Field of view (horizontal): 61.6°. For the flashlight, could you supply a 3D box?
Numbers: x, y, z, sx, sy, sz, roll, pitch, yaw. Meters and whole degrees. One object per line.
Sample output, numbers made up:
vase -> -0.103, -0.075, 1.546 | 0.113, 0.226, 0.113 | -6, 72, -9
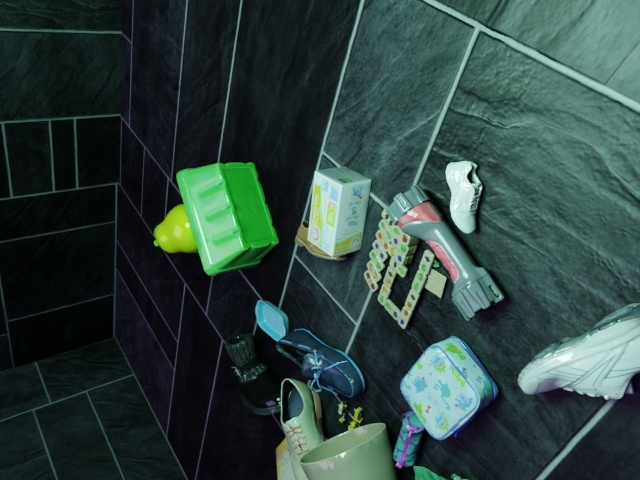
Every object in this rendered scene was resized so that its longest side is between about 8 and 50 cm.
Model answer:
flashlight -> 0.259, 0.027, 1.157 | 0.304, 0.103, 0.103 | 60, 168, 19

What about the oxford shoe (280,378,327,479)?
oxford shoe -> -0.060, 0.607, 1.621 | 0.140, 0.146, 0.397 | -31, 46, 13

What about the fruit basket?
fruit basket -> -0.367, -0.061, 1.808 | 0.392, 0.283, 0.392 | 7, 102, 38

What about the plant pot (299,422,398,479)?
plant pot -> 0.112, 0.675, 1.445 | 0.256, 0.256, 0.274 | -36, 74, 52

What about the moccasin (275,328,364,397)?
moccasin -> -0.011, 0.386, 1.626 | 0.342, 0.116, 0.138 | 20, 117, 49

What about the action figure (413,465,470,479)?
action figure -> 0.324, 0.615, 1.300 | 0.232, 0.063, 0.137 | -35, 71, 56

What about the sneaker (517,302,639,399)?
sneaker -> 0.469, 0.225, 0.938 | 0.129, 0.111, 0.297 | 57, 142, 14

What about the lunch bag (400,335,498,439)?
lunch bag -> 0.290, 0.342, 1.229 | 0.176, 0.090, 0.219 | 54, 139, 29

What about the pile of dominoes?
pile of dominoes -> 0.174, 0.069, 1.323 | 0.196, 0.040, 0.251 | 47, 135, 40

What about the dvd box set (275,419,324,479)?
dvd box set -> -0.054, 0.821, 1.724 | 0.420, 0.062, 0.308 | -100, 31, -42

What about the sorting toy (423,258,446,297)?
sorting toy -> 0.267, 0.084, 1.237 | 0.062, 0.012, 0.083 | 39, 132, 42

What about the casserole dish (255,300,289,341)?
casserole dish -> -0.163, 0.276, 1.864 | 0.188, 0.037, 0.114 | 27, 123, 47

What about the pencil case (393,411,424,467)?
pencil case -> 0.229, 0.513, 1.386 | 0.064, 0.070, 0.152 | 20, 122, 22

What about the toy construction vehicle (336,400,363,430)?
toy construction vehicle -> 0.092, 0.526, 1.614 | 0.086, 0.035, 0.098 | 24, 123, 35

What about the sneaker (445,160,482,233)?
sneaker -> 0.300, -0.089, 1.100 | 0.061, 0.053, 0.152 | -7, 95, 51

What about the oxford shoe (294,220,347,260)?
oxford shoe -> 0.000, 0.000, 1.522 | 0.212, 0.076, 0.076 | 30, 113, 44

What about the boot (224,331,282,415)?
boot -> -0.230, 0.475, 1.940 | 0.348, 0.131, 0.260 | -7, 96, 55

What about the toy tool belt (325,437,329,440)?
toy tool belt -> 0.037, 0.658, 1.709 | 0.083, 0.052, 0.051 | -26, 81, 65

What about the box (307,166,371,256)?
box -> 0.047, -0.076, 1.401 | 0.114, 0.103, 0.203 | 33, 127, 43
